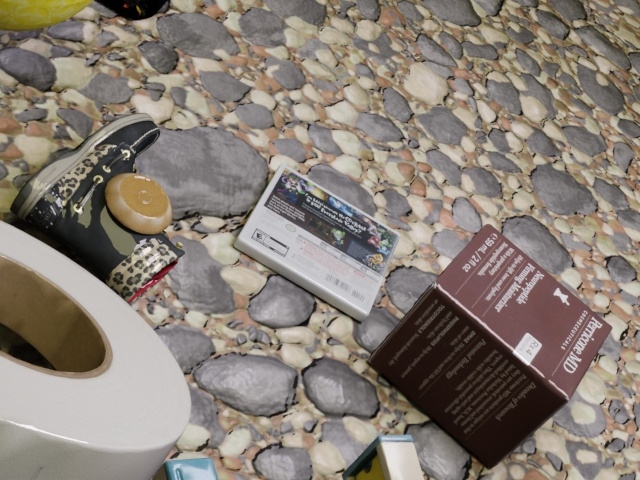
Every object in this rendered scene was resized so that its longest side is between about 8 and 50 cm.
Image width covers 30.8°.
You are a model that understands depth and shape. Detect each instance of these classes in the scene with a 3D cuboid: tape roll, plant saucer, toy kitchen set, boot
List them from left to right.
[{"bbox_3d":[-0.297,0.086,1.056,0.392,0.072,0.392,33,12,-8],"label":"tape roll"},{"bbox_3d":[-0.223,-0.039,1.353,0.178,0.085,0.236,43,41,3],"label":"boot"},{"bbox_3d":[-0.200,-0.045,1.302,0.083,0.015,0.083,23,45,-25],"label":"plant saucer"},{"bbox_3d":[-0.031,0.240,1.144,0.207,0.166,0.122,2,51,-33],"label":"toy kitchen set"}]

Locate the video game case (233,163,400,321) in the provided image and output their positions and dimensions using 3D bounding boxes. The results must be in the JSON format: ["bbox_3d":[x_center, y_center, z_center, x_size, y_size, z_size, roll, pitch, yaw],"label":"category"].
[{"bbox_3d":[0.000,0.000,1.505,0.190,0.022,0.173,31,41,-4],"label":"video game case"}]

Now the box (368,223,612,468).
[{"bbox_3d":[0.205,0.125,1.409,0.203,0.167,0.168,40,41,6],"label":"box"}]

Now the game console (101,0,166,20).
[{"bbox_3d":[-0.364,-0.461,1.686,0.361,0.044,0.213,31,39,-5],"label":"game console"}]

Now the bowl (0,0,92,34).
[{"bbox_3d":[-0.409,-0.354,1.466,0.290,0.156,0.289,18,44,-18],"label":"bowl"}]
